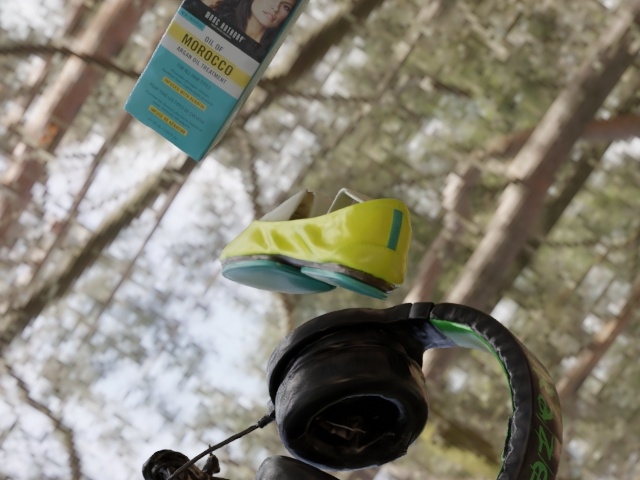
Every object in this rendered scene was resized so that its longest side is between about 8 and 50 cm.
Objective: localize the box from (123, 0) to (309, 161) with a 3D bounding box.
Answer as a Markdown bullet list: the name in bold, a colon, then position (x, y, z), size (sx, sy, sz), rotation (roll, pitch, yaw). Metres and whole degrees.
- **box**: position (-0.096, -0.198, 1.617), size (0.100, 0.244, 0.060), rotation (35, -143, 0)

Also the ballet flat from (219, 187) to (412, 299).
- **ballet flat**: position (0.000, 0.000, 1.193), size (0.077, 0.077, 0.231), rotation (21, 170, -25)

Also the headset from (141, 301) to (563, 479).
- **headset**: position (0.022, 0.186, 1.314), size (0.394, 0.243, 0.185), rotation (-8, 145, 36)
